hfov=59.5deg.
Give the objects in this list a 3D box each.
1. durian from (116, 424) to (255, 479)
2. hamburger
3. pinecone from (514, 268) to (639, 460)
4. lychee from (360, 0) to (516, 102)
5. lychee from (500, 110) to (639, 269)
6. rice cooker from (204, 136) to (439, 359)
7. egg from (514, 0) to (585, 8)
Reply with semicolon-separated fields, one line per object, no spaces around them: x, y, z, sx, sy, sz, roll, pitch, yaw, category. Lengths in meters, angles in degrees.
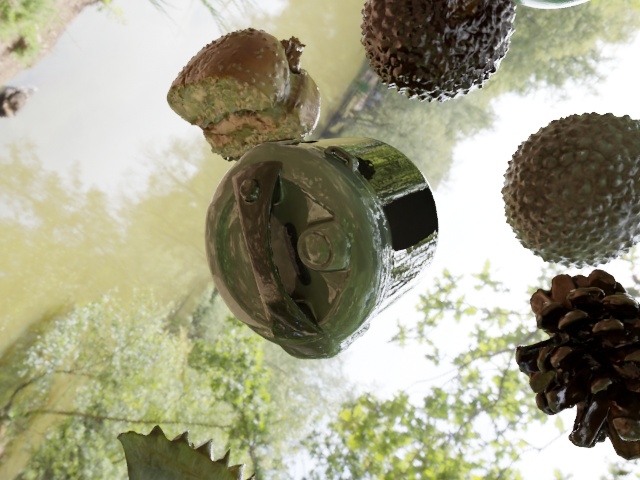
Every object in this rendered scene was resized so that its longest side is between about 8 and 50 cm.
-0.077;0.268;0.280;0.172;0.166;0.306;-4;-133;31;durian
-0.173;-0.382;1.371;0.445;0.268;0.287;-1;-126;52;hamburger
0.285;0.126;0.558;0.150;0.179;0.195;-44;-174;12;pinecone
0.179;-0.347;0.909;0.271;0.271;0.271;-54;-176;5;lychee
0.481;-0.088;1.016;0.300;0.300;0.300;-54;-176;5;lychee
0.000;0.000;0.902;0.335;0.335;0.325;-52;165;30;rice cooker
0.289;-0.399;0.645;0.269;0.220;0.220;-63;-174;-19;egg
